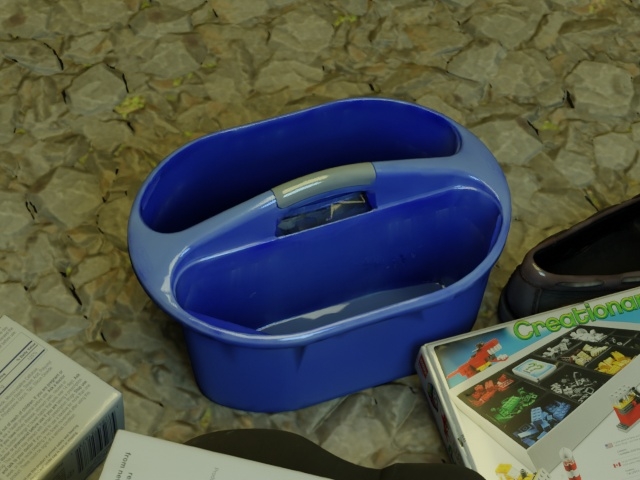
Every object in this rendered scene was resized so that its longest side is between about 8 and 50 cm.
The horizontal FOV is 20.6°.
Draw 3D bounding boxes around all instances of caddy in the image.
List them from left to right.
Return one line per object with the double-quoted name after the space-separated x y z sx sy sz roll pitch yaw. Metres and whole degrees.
0.000 0.000 1.555 0.341 0.179 0.241 -17 54 -15 "caddy"

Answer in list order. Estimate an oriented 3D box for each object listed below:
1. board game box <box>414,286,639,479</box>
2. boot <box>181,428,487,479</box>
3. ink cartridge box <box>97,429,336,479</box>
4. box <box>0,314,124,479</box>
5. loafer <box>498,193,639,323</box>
0.256 0.144 1.513 0.305 0.053 0.193 -14 65 -13 "board game box"
0.007 0.232 1.432 0.305 0.115 0.112 7 55 26 "boot"
-0.019 0.279 1.305 0.307 0.223 0.129 12 51 7 "ink cartridge box"
-0.257 0.155 1.487 0.137 0.072 0.126 32 57 19 "box"
0.304 0.005 1.617 0.302 0.095 0.109 -23 57 -19 "loafer"
